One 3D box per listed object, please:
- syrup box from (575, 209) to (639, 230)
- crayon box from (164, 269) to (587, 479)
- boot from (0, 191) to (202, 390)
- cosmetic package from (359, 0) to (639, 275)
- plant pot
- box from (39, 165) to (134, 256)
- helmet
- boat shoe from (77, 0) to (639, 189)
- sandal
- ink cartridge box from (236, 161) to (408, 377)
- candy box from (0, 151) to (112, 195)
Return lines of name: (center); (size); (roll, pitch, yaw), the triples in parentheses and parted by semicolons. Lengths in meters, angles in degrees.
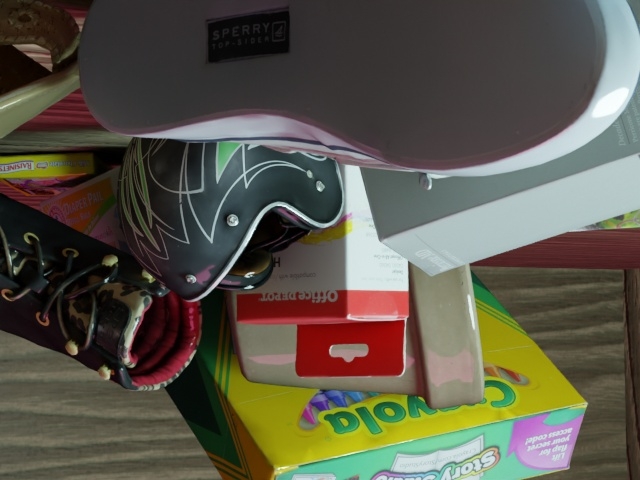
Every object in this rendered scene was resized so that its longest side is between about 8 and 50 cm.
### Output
syrup box: (0.268, -0.068, 1.535); (0.237, 0.096, 0.093); (-5, -165, 41)
crayon box: (0.040, 0.141, 2.071); (0.363, 0.106, 0.313); (-9, -143, -26)
boot: (-0.282, 0.025, 1.824); (0.284, 0.138, 0.377); (23, 172, 17)
cosmetic package: (0.145, -0.066, 1.184); (0.238, 0.107, 0.127); (-22, 163, 15)
plant pot: (0.026, 0.044, 1.925); (0.229, 0.263, 0.263); (-8, 176, 1)
box: (-0.192, -0.014, 2.039); (0.103, 0.114, 0.203); (-13, 176, -34)
helmet: (-0.082, -0.036, 1.569); (0.161, 0.169, 0.169); (-1, 177, -38)
boat shoe: (0.042, -0.091, 1.064); (0.367, 0.136, 0.156); (0, 177, 44)
sandal: (-0.174, -0.113, 1.178); (0.240, 0.079, 0.088); (-27, 177, -46)
ink cartridge box: (0.000, 0.000, 1.666); (0.134, 0.231, 0.078); (-5, 174, 44)
candy box: (-0.279, -0.070, 2.102); (0.105, 0.027, 0.206); (-5, 176, 1)
